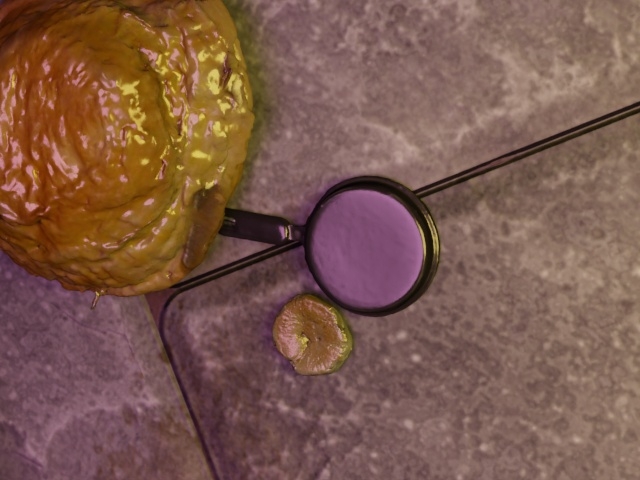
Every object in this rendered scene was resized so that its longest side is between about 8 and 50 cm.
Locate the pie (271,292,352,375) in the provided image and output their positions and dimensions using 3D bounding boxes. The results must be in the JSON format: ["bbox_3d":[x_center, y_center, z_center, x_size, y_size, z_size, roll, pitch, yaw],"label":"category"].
[{"bbox_3d":[-0.008,0.092,1.778,0.084,0.020,0.084,5,102,23],"label":"pie"}]

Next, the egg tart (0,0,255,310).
[{"bbox_3d":[-0.232,-0.094,1.781,0.352,0.153,0.339,7,104,24],"label":"egg tart"}]

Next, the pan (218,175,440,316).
[{"bbox_3d":[0.000,0.000,1.755,0.235,0.028,0.136,9,101,23],"label":"pan"}]
